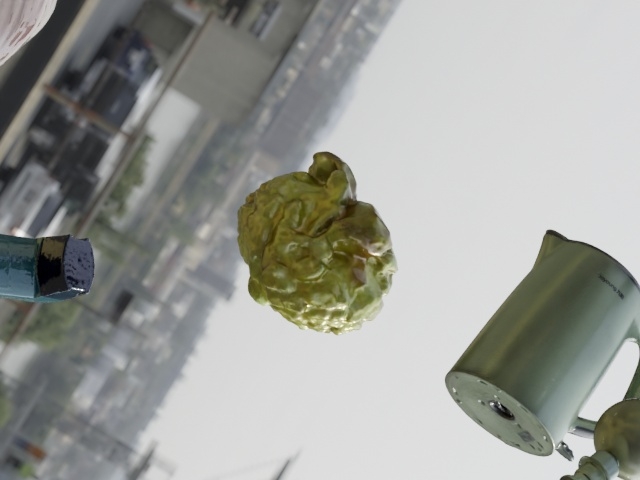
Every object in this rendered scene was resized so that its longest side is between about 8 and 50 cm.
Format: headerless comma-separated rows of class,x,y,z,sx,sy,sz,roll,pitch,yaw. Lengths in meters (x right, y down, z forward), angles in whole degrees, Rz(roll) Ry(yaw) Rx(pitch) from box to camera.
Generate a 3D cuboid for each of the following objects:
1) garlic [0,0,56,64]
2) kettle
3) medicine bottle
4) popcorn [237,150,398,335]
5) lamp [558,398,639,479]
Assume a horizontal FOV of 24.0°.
garlic,-0.426,-0.267,1.544,0.318,0.259,0.317,-15,178,-1
kettle,0.317,0.148,1.934,0.255,0.240,0.165,-50,-177,-23
medicine bottle,-0.416,0.027,1.856,0.124,0.258,0.079,-16,-110,54
popcorn,0.000,0.000,2.127,0.206,0.237,0.251,29,81,-55
lamp,0.312,0.235,1.620,0.163,0.091,0.091,-29,166,-32
